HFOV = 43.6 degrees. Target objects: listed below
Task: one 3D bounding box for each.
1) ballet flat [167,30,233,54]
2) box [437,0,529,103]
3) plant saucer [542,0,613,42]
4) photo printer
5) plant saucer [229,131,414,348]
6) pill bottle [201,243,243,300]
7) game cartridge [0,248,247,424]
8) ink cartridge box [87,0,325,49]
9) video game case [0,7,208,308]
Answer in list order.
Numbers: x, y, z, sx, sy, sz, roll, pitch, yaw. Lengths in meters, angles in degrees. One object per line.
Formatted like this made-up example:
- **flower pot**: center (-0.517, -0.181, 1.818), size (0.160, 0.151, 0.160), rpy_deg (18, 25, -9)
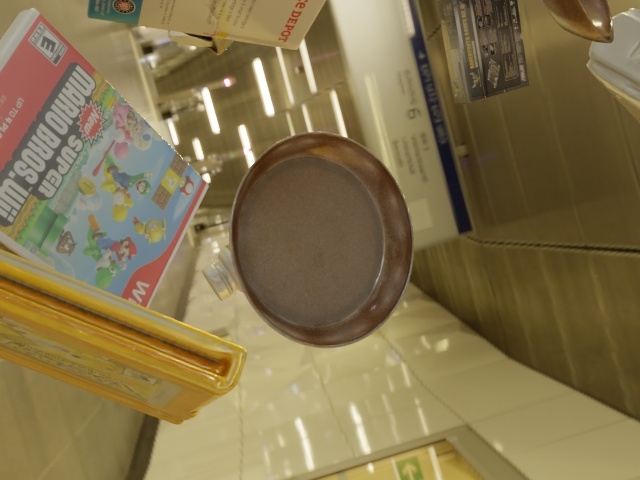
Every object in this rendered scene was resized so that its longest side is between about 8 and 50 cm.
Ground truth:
- **ballet flat**: center (-0.250, -0.370, 1.298), size (0.080, 0.232, 0.073), rpy_deg (115, -4, -74)
- **box**: center (0.364, -0.434, 1.772), size (0.056, 0.183, 0.231), rpy_deg (14, -60, 61)
- **plant saucer**: center (0.221, -0.271, 0.751), size (0.199, 0.036, 0.198), rpy_deg (36, 43, -43)
- **photo printer**: center (0.508, -0.153, 1.026), size (0.308, 0.107, 0.256), rpy_deg (24, 18, -45)
- **plant saucer**: center (0.000, 0.000, 1.158), size (0.050, 0.311, 0.310), rpy_deg (-11, -84, 57)
- **pill bottle**: center (-0.126, 0.036, 1.445), size (0.094, 0.169, 0.094), rpy_deg (53, -14, 18)
- **game cartridge**: center (-0.243, 0.107, 0.804), size (0.323, 0.285, 0.052), rpy_deg (133, -21, -63)
- **ink cartridge box**: center (-0.126, -0.375, 0.948), size (0.198, 0.270, 0.197), rpy_deg (138, -45, -64)
- **video game case**: center (-0.242, -0.058, 0.809), size (0.285, 0.025, 0.204), rpy_deg (48, 55, -44)
